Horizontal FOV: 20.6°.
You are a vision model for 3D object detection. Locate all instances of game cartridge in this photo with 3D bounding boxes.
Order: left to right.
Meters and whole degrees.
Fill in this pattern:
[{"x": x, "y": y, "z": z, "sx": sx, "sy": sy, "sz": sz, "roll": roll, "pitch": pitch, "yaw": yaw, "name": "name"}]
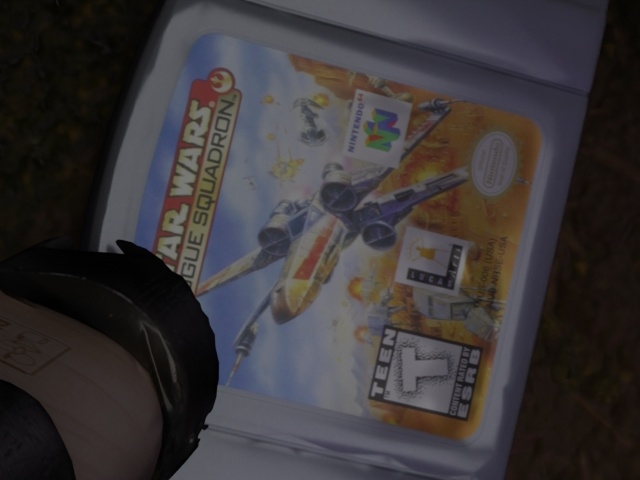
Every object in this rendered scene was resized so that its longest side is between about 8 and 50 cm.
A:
[{"x": 0.000, "y": 0.000, "z": 0.748, "sx": 0.198, "sy": 0.062, "sz": 0.297, "roll": 14, "pitch": 85, "yaw": -16, "name": "game cartridge"}]

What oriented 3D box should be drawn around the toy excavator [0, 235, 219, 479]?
[{"x": -0.164, "y": 0.222, "z": 0.623, "sx": 0.433, "sy": 0.222, "sz": 0.445, "roll": 22, "pitch": 104, "yaw": 7, "name": "toy excavator"}]
